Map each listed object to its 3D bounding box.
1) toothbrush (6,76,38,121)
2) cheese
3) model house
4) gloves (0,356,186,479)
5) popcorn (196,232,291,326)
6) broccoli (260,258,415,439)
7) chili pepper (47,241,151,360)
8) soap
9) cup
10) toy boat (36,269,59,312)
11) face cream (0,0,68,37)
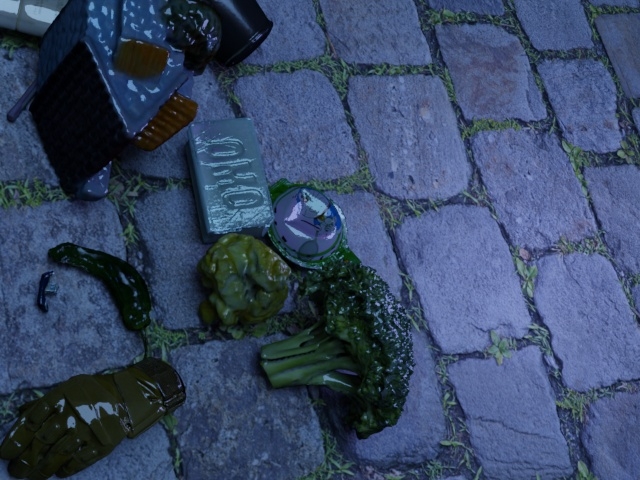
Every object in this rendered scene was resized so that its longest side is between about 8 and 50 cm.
[{"bbox_3d":[-0.553,-0.374,1.924,0.029,0.024,0.354,30,55,-8],"label":"toothbrush"},{"bbox_3d":[0.000,0.000,2.032,0.320,0.083,0.204,49,53,1],"label":"cheese"},{"bbox_3d":[-0.370,-0.261,1.768,0.297,0.360,0.339,16,64,-32],"label":"model house"},{"bbox_3d":[-0.396,0.304,1.622,0.331,0.141,0.154,-21,81,-36],"label":"gloves"},{"bbox_3d":[-0.156,0.084,1.851,0.188,0.185,0.167,11,21,-7],"label":"popcorn"},{"bbox_3d":[0.055,0.214,1.895,0.249,0.302,0.375,-45,123,-57],"label":"broccoli"},{"bbox_3d":[-0.389,0.096,1.775,0.122,0.065,0.279,-41,89,-28],"label":"chili pepper"},{"bbox_3d":[-0.192,-0.124,1.951,0.150,0.094,0.261,-9,71,-13],"label":"soap"},{"bbox_3d":[-0.203,-0.503,2.119,0.176,0.169,0.223,44,22,-10],"label":"cup"},{"bbox_3d":[-0.502,0.092,1.724,0.038,0.038,0.083,13,61,-25],"label":"toy boat"},{"bbox_3d":[-0.529,-0.481,1.930,0.349,0.081,0.173,10,59,-18],"label":"face cream"}]
